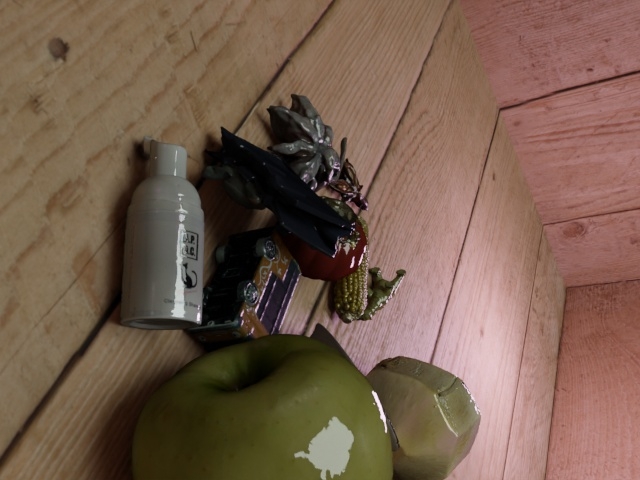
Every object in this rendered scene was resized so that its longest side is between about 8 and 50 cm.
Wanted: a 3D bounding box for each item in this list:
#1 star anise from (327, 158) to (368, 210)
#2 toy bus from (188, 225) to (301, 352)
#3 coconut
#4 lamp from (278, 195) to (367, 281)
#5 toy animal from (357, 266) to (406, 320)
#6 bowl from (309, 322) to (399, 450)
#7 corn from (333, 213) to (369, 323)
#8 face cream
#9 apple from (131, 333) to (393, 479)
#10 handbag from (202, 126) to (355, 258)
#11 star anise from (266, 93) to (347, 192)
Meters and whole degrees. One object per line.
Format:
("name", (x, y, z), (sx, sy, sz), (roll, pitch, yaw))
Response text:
("star anise", (0.083, -0.169, 2.120), (0.212, 0.054, 0.156), (7, 75, -57))
("toy bus", (-0.154, 0.120, 1.559), (0.167, 0.139, 0.275), (59, 34, -34))
("coconut", (0.240, 0.469, 1.940), (0.353, 0.353, 0.352), (25, 60, -54))
("lamp", (0.000, 0.000, 1.788), (0.227, 0.227, 0.226), (25, 60, -54))
("toy animal", (0.170, 0.155, 2.148), (0.219, 0.103, 0.100), (-40, 139, -60))
("bowl", (0.021, 0.373, 1.699), (0.157, 0.345, 0.345), (-30, 114, -12))
("corn", (0.087, 0.074, 2.022), (0.097, 0.097, 0.319), (42, 45, -46))
("face cream", (-0.288, -0.027, 1.369), (0.145, 0.146, 0.369), (21, 64, -55))
("apple", (-0.091, 0.398, 1.295), (0.474, 0.474, 0.473), (25, 60, -54))
("handbag", (-0.103, -0.103, 1.582), (0.118, 0.326, 0.269), (-53, 139, 7))
("star anise", (-0.020, -0.243, 1.889), (0.315, 0.139, 0.359), (60, 35, -40))
